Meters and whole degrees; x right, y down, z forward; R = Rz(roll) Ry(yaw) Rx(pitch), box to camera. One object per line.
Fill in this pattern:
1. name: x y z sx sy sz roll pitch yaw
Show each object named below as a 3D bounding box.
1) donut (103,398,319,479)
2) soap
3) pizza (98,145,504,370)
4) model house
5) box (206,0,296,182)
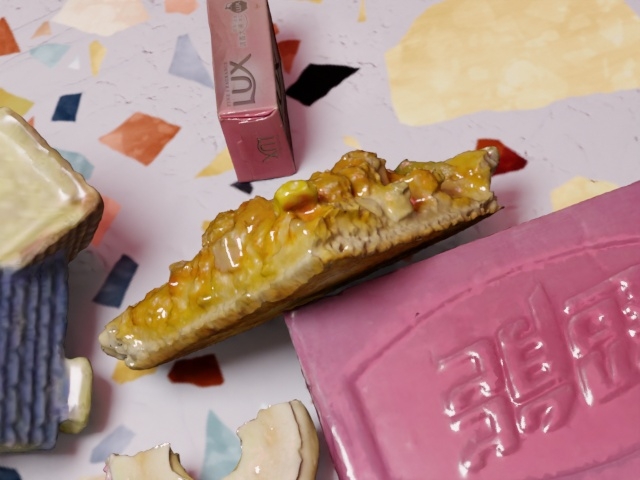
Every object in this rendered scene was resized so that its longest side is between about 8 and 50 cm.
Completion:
1. donut: -0.076 0.195 0.855 0.166 0.065 0.108 -15 59 0
2. soap: 0.175 0.107 0.830 0.360 0.128 0.233 -20 61 -2
3. pizza: -0.014 0.011 0.902 0.268 0.258 0.087 -32 78 39
4. model house: -0.322 0.050 0.915 0.266 0.261 0.321 4 76 -17
5. box: -0.063 -0.143 1.026 0.060 0.111 0.156 -11 60 3
